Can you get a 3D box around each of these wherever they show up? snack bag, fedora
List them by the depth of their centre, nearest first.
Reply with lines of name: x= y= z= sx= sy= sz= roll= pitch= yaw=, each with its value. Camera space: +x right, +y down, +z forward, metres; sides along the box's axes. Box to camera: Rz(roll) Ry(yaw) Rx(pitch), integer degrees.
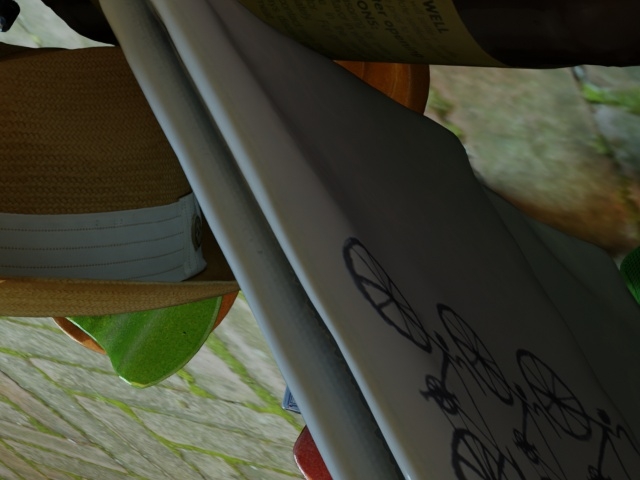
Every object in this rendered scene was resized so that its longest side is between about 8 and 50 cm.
snack bag: x=0.099 y=0.077 z=0.451 sx=0.342 sy=0.037 sz=0.323 roll=26 pitch=-152 yaw=-51
fedora: x=-0.096 y=-0.030 z=0.501 sx=0.194 sy=0.079 sz=0.194 roll=4 pitch=-169 yaw=-1

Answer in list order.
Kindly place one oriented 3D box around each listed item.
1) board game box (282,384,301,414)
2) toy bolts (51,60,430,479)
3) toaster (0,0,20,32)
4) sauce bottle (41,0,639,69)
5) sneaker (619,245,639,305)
board game box: x=0.069 y=0.095 z=0.903 sx=0.194 sy=0.060 sz=0.194 roll=14 pitch=172 yaw=-8
toy bolts: x=0.000 y=0.000 z=0.679 sx=0.228 sy=0.218 sz=0.158 roll=38 pitch=-172 yaw=-1
toaster: x=-0.177 y=-0.171 z=0.538 sx=0.146 sy=0.129 sz=0.227 roll=28 pitch=162 yaw=4
sauce bottle: x=0.053 y=-0.105 z=0.452 sx=0.344 sy=0.111 sz=0.111 roll=10 pitch=154 yaw=38
sneaker: x=0.145 y=0.123 z=0.759 sx=0.146 sy=0.134 sz=0.343 roll=42 pitch=127 yaw=15
